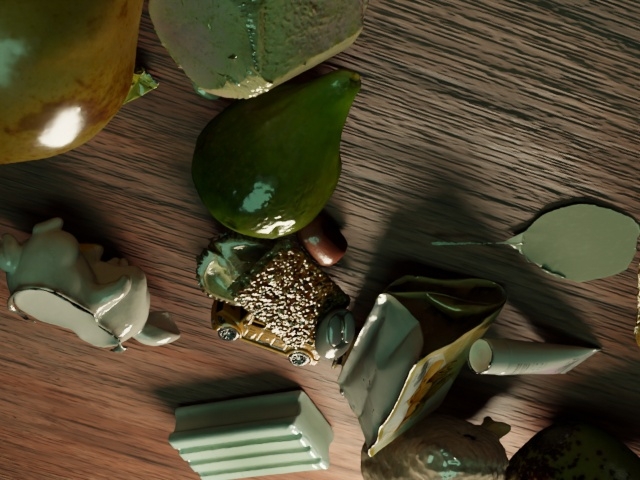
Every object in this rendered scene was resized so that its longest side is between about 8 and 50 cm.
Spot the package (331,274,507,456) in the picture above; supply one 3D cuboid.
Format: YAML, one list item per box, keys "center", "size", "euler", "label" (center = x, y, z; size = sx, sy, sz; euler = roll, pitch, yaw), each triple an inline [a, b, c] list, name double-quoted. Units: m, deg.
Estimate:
- center: [0.139, 0.173, 2.126]
  size: [0.165, 0.221, 0.311]
  euler: [47, 146, 18]
  label: "package"

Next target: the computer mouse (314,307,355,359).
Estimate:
- center: [0.026, 0.154, 2.092]
  size: [0.066, 0.039, 0.096]
  euler: [-10, 136, -32]
  label: "computer mouse"

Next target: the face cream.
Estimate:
- center: [0.342, 0.191, 2.109]
  size: [0.243, 0.058, 0.092]
  euler: [6, 148, -37]
  label: "face cream"

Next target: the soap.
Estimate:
- center: [-0.128, 0.366, 2.429]
  size: [0.265, 0.088, 0.160]
  euler: [-11, 136, 24]
  label: "soap"

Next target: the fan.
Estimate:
- center: [0.322, 0.003, 1.964]
  size: [0.310, 0.010, 0.182]
  euler: [1, 139, 6]
  label: "fan"

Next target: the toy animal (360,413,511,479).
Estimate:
- center: [0.198, 0.398, 2.298]
  size: [0.226, 0.188, 0.358]
  euler: [7, 175, -28]
  label: "toy animal"

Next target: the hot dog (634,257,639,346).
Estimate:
- center: [0.521, 0.074, 1.966]
  size: [0.083, 0.068, 0.289]
  euler: [-3, 138, 5]
  label: "hot dog"

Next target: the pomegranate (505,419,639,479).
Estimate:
- center: [0.422, 0.474, 2.238]
  size: [0.285, 0.340, 0.285]
  euler: [13, 114, 30]
  label: "pomegranate"

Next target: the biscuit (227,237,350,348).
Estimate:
- center: [-0.044, 0.087, 2.018]
  size: [0.131, 0.025, 0.231]
  euler: [-42, 142, 3]
  label: "biscuit"

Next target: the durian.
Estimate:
- center: [-0.113, 0.043, 2.038]
  size: [0.148, 0.091, 0.188]
  euler: [-26, 122, 9]
  label: "durian"

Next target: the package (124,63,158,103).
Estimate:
- center: [-0.345, -0.226, 1.751]
  size: [0.226, 0.090, 0.168]
  euler: [5, 177, 9]
  label: "package"

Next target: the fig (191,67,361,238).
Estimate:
- center: [-0.046, -0.140, 1.760]
  size: [0.206, 0.206, 0.275]
  euler: [27, 123, -19]
  label: "fig"

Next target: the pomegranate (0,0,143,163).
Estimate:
- center: [-0.393, -0.285, 1.501]
  size: [0.416, 0.417, 0.417]
  euler: [6, 140, 5]
  label: "pomegranate"

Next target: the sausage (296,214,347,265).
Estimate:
- center: [0.000, 0.000, 1.991]
  size: [0.054, 0.059, 0.094]
  euler: [-19, 133, 31]
  label: "sausage"

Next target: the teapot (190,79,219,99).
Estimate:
- center: [-0.130, -0.233, 1.750]
  size: [0.067, 0.057, 0.083]
  euler: [-5, 155, -48]
  label: "teapot"

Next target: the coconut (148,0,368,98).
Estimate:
- center: [-0.059, -0.305, 1.509]
  size: [0.233, 0.245, 0.233]
  euler: [30, 140, 28]
  label: "coconut"

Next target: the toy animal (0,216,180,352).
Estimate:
- center: [-0.375, 0.091, 2.107]
  size: [0.208, 0.154, 0.325]
  euler: [-3, 144, 25]
  label: "toy animal"

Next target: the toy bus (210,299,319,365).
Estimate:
- center: [-0.080, 0.131, 2.145]
  size: [0.194, 0.083, 0.088]
  euler: [21, 130, -18]
  label: "toy bus"
